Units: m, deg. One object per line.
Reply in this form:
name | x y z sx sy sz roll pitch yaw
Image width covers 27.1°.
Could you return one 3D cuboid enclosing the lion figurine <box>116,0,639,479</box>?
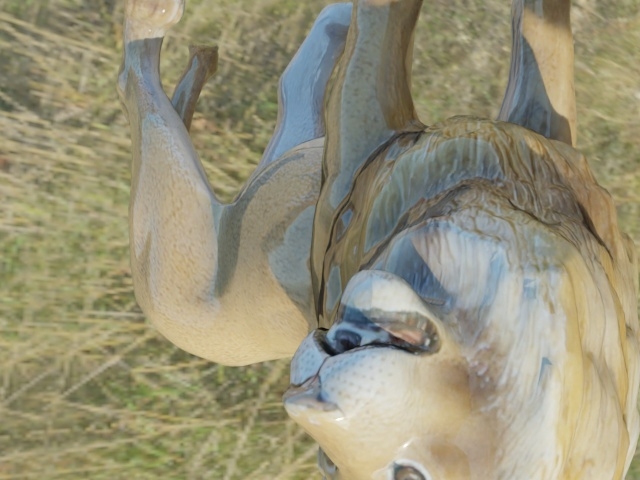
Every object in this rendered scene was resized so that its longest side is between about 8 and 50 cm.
lion figurine | 0.000 0.000 0.557 0.392 0.142 0.240 -179 97 -68
